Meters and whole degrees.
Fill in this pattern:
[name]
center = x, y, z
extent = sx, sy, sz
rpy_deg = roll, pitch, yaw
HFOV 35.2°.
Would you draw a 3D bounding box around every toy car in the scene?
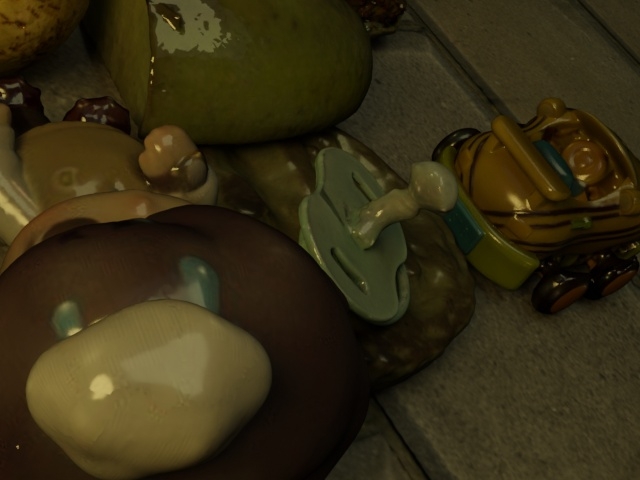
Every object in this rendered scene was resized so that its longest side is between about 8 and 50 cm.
[toy car]
center = 0.223, -0.052, 0.943
extent = 0.248, 0.142, 0.200
rpy_deg = -11, 58, -43

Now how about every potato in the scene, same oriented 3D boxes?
[potato]
center = -0.059, -0.193, 0.854
extent = 0.255, 0.112, 0.269
rpy_deg = 1, 41, -31

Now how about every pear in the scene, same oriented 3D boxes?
[pear]
center = -0.246, -0.204, 0.732
extent = 0.178, 0.178, 0.178
rpy_deg = 22, 39, -19

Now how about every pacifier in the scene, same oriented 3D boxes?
[pacifier]
center = 0.047, -0.010, 0.697
extent = 0.127, 0.116, 0.150
rpy_deg = 55, 26, -16

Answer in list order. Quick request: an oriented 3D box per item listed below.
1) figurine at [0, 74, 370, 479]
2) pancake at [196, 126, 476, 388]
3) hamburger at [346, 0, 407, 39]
[figurine]
center = -0.101, 0.011, 0.560
extent = 0.218, 0.206, 0.365
rpy_deg = 24, 34, -40
[pancake]
center = 0.000, 0.000, 0.787
extent = 0.294, 0.049, 0.294
rpy_deg = 23, 35, -17
[hamburger]
center = -0.001, -0.299, 1.074
extent = 0.183, 0.130, 0.206
rpy_deg = -23, 84, -48
